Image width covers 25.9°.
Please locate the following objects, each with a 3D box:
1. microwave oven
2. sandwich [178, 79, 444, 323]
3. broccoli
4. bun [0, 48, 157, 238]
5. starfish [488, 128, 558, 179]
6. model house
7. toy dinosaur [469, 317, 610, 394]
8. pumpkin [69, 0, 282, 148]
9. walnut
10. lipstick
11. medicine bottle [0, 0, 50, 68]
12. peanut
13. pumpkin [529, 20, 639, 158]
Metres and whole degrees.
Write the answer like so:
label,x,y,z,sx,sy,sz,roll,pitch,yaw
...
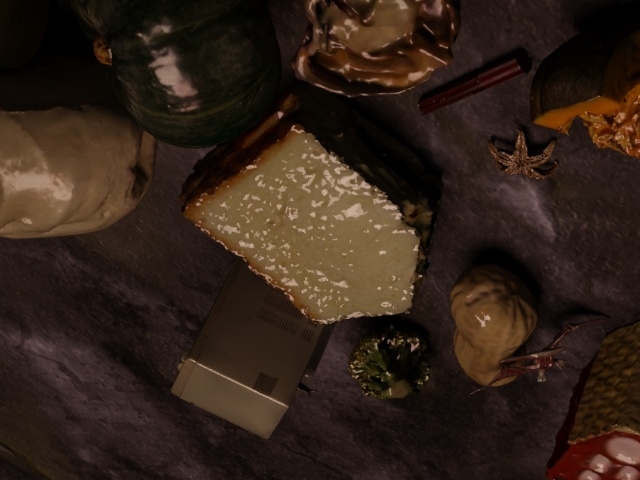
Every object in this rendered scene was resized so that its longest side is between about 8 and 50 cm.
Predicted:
label,x,y,z,sx,sy,sz,roll,pitch,yaw
microwave oven,-0.084,0.144,2.063,0.194,0.240,0.145,28,146,-5
sandwich,0.014,-0.038,1.813,0.325,0.131,0.262,38,132,-18
broccoli,0.108,0.190,2.118,0.130,0.120,0.131,12,117,-16
bun,-0.374,-0.117,1.790,0.359,0.360,0.211,11,114,20
starfish,0.250,-0.103,1.694,0.091,0.028,0.078,-19,126,41
model house,0.428,0.234,1.902,0.160,0.196,0.254,22,147,8
toy dinosaur,0.304,0.163,1.923,0.032,0.220,0.108,58,-178,25
pumpkin,-0.158,-0.252,1.543,0.300,0.207,0.300,63,174,12
walnut,0.051,-0.273,1.483,0.204,0.141,0.238,-2,139,16
lipstick,0.176,-0.182,1.633,0.027,0.027,0.176,41,146,-23
medicine bottle,-0.522,-0.312,1.783,0.322,0.151,0.151,10,144,22
peanut,0.244,0.124,1.943,0.123,0.123,0.257,13,151,18
pumpkin,0.355,-0.157,1.476,0.248,0.126,0.131,20,157,-25
